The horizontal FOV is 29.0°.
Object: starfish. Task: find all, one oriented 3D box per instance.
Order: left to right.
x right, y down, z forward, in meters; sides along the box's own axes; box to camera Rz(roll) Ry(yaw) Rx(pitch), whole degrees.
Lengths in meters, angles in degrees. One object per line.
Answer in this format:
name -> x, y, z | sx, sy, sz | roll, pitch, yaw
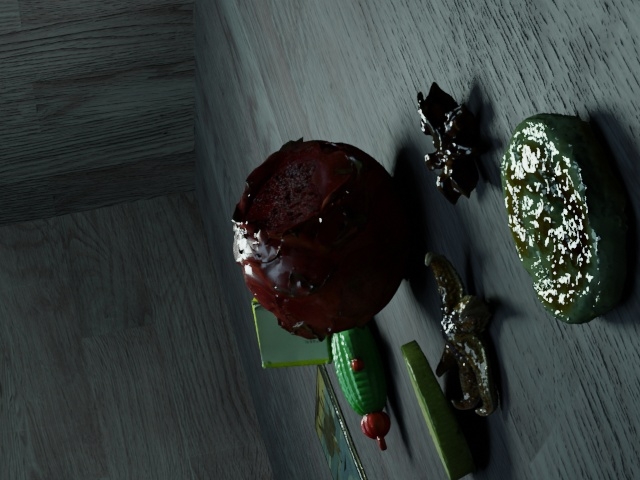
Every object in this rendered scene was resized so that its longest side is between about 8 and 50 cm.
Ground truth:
starfish -> 0.193, 0.125, 1.693 | 0.238, 0.071, 0.216 | 67, 163, -2

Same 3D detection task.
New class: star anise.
star anise -> 0.170, -0.121, 1.598 | 0.168, 0.057, 0.168 | 159, 90, -79

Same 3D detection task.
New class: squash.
squash -> 0.168, 0.256, 1.844 | 0.219, 0.041, 0.219 | 157, 90, -87

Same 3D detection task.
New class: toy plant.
toy plant -> 0.079, 0.256, 2.276 | 0.154, 0.088, 0.240 | -101, -7, -84

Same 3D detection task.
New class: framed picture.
framed picture -> 0.043, 0.477, 2.796 | 0.265, 0.016, 0.347 | 93, 161, -47

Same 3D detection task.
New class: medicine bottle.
medicine bottle -> -0.037, 0.141, 2.400 | 0.250, 0.137, 0.141 | -64, -35, -73

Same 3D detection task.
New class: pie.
pie -> 0.254, -0.023, 1.304 | 0.240, 0.054, 0.241 | 167, 90, -77

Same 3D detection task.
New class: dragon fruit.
dragon fruit -> 0.000, 0.000, 1.940 | 0.296, 0.295, 0.302 | -118, 17, -53
